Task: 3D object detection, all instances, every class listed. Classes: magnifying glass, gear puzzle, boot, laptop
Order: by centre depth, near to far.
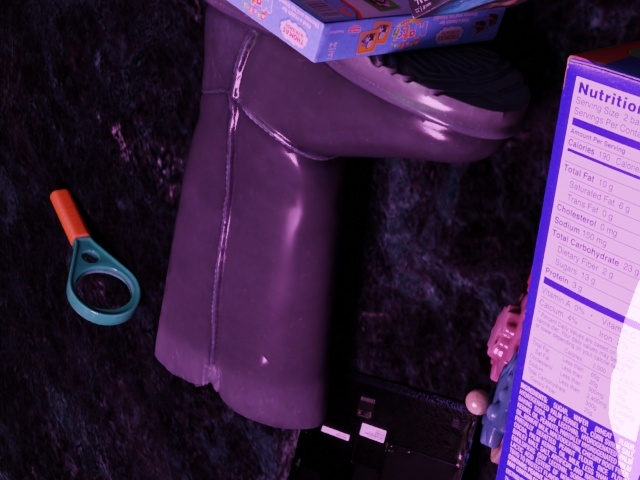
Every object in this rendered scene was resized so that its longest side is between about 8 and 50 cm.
[{"bbox_3d":[0.196,0.018,0.968,0.044,0.175,0.339,23,129,-3],"label":"gear puzzle"},{"bbox_3d":[-0.001,-0.001,1.184,0.367,0.146,0.445,35,124,39],"label":"boot"},{"bbox_3d":[0.084,0.287,1.298,0.234,0.136,0.264,10,83,48],"label":"laptop"},{"bbox_3d":[-0.304,0.019,1.627,0.231,0.092,0.026,60,143,33],"label":"magnifying glass"}]

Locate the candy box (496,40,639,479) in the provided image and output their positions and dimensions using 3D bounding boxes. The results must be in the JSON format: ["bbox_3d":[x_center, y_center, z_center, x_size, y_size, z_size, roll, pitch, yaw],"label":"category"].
[{"bbox_3d":[0.254,0.025,0.812,0.122,0.268,0.317,27,121,39],"label":"candy box"}]

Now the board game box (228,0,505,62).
[{"bbox_3d":[0.028,-0.209,1.049,0.160,0.211,0.039,40,129,35],"label":"board game box"}]

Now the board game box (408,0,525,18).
[{"bbox_3d":[0.171,-0.216,0.946,0.186,0.126,0.026,-18,87,51],"label":"board game box"}]
